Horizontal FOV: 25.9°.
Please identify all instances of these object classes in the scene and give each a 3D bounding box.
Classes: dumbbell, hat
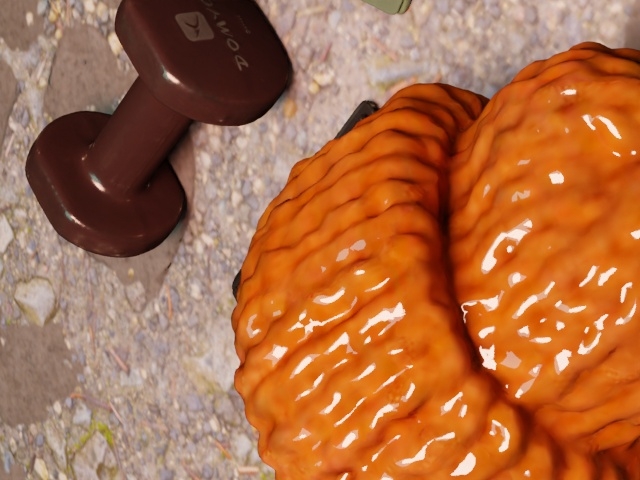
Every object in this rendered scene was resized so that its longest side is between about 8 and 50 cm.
[{"bbox_3d":[-0.132,-0.096,1.095,0.140,0.124,0.225,58,133,18],"label":"dumbbell"},{"bbox_3d":[0.165,0.017,0.763,0.400,0.285,0.285,-26,81,26],"label":"hat"}]

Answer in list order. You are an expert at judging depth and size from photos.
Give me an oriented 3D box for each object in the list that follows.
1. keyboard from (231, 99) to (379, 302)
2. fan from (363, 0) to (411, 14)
[{"bbox_3d":[0.000,0.000,1.055,0.093,0.025,0.230,57,133,23],"label":"keyboard"},{"bbox_3d":[-0.008,-0.201,1.019,0.193,0.016,0.038,23,118,40],"label":"fan"}]
